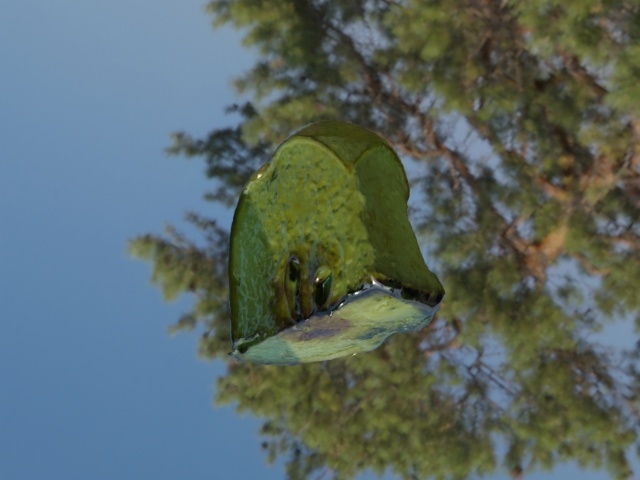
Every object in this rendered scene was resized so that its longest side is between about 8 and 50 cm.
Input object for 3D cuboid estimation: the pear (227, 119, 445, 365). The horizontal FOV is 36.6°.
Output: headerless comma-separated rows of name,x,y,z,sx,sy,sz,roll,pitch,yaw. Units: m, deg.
pear,0.000,0.000,1.125,0.164,0.238,0.255,15,-126,-46
